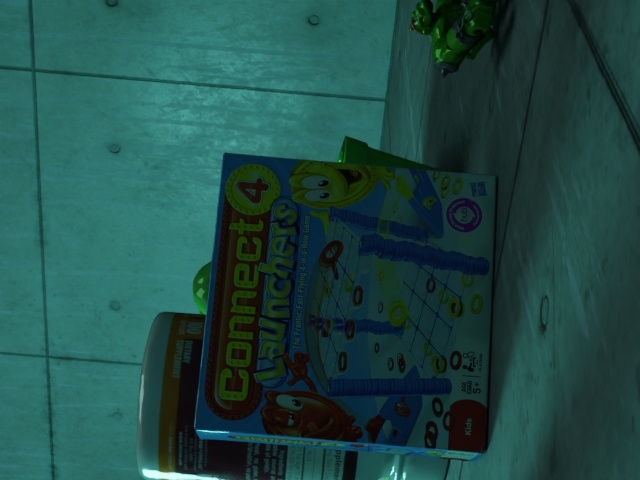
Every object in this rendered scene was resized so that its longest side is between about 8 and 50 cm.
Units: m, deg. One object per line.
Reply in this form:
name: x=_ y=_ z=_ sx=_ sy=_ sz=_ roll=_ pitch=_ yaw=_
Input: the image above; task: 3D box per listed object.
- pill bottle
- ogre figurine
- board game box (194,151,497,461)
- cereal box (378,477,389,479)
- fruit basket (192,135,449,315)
pill bottle: x=-0.032 y=0.217 z=1.522 sx=0.224 sy=0.392 sz=0.224 roll=-176 pitch=90 yaw=-88
ogre figurine: x=0.166 y=-0.268 z=1.340 sx=0.118 sy=0.097 sz=0.197 roll=119 pitch=147 yaw=-40
board game box: x=0.030 y=0.071 z=1.259 sx=0.086 sy=0.302 sz=0.308 roll=98 pitch=176 yaw=-75
cereal box: x=0.125 y=0.332 z=1.925 sx=0.240 sy=0.047 sz=0.173 roll=97 pitch=179 yaw=-65
fruit basket: x=0.000 y=0.000 z=1.699 sx=0.392 sy=0.392 sz=0.282 roll=133 pitch=142 yaw=-89
